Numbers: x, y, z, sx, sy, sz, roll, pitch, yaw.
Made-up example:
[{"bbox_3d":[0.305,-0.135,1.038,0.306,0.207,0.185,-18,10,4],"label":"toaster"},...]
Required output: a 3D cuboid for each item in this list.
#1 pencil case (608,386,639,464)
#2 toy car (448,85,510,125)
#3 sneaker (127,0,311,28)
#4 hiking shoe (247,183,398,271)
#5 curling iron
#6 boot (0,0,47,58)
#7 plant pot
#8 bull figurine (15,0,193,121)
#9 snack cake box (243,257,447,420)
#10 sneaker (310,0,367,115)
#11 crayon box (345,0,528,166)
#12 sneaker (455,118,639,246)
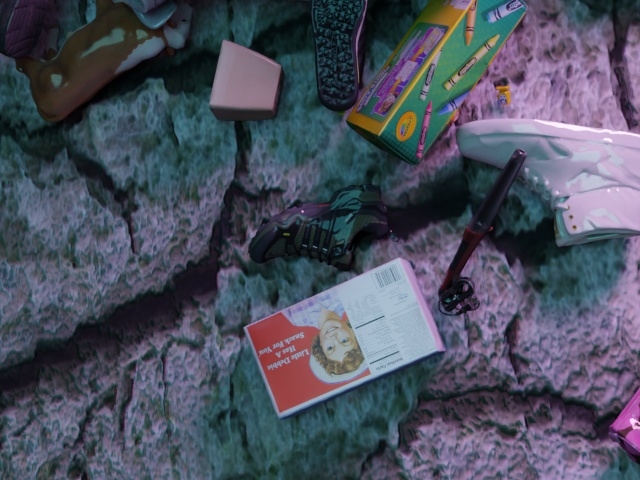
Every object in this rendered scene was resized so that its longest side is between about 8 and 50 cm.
[{"bbox_3d":[0.486,0.214,1.533,0.098,0.095,0.209,34,90,-19],"label":"pencil case"},{"bbox_3d":[0.227,-0.198,1.670,0.122,0.060,0.040,-7,113,20],"label":"toy car"},{"bbox_3d":[-0.169,-0.410,1.709,0.366,0.137,0.210,25,65,8],"label":"sneaker"},{"bbox_3d":[0.000,0.000,1.685,0.227,0.086,0.114,-24,75,9],"label":"hiking shoe"},{"bbox_3d":[0.239,-0.008,1.608,0.068,0.035,0.274,30,111,25],"label":"curling iron"},{"bbox_3d":[-0.527,-0.474,1.784,0.223,0.118,0.338,21,84,19],"label":"boot"},{"bbox_3d":[-0.111,-0.243,1.739,0.096,0.109,0.109,11,86,3],"label":"plant pot"},{"bbox_3d":[-0.361,-0.329,1.813,0.310,0.101,0.188,-35,72,6],"label":"bull figurine"},{"bbox_3d":[0.037,0.148,1.656,0.264,0.089,0.152,-24,80,11],"label":"snack cake box"},{"bbox_3d":[0.029,-0.310,1.700,0.084,0.097,0.234,7,101,8],"label":"sneaker"},{"bbox_3d":[0.165,-0.254,1.628,0.081,0.165,0.278,34,93,-20],"label":"crayon box"},{"bbox_3d":[0.331,-0.079,1.600,0.293,0.108,0.169,8,82,14],"label":"sneaker"}]
